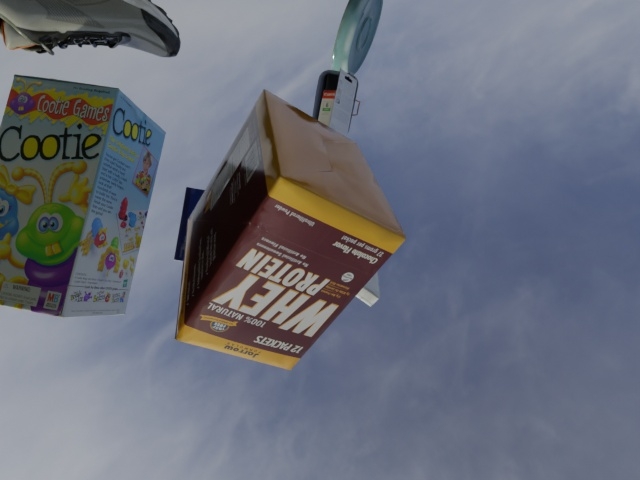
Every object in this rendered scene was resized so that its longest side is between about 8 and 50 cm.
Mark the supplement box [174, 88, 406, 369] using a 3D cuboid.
[{"bbox_3d":[-0.045,-0.012,0.466,0.194,0.129,0.191,-52,-150,26],"label":"supplement box"}]

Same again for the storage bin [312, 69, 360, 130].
[{"bbox_3d":[0.038,-0.311,0.988,0.098,0.135,0.091,10,-148,-2],"label":"storage bin"}]

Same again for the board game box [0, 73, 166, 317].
[{"bbox_3d":[-0.327,-0.049,0.590,0.141,0.144,0.276,9,-98,6],"label":"board game box"}]

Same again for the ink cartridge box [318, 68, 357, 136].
[{"bbox_3d":[0.029,-0.238,0.794,0.029,0.062,0.115,12,-87,34],"label":"ink cartridge box"}]

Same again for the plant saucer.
[{"bbox_3d":[0.118,-0.627,1.343,0.043,0.318,0.318,26,-114,9],"label":"plant saucer"}]

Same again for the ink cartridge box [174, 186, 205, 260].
[{"bbox_3d":[-0.133,-0.013,0.945,0.331,0.065,0.166,8,-94,-9],"label":"ink cartridge box"}]

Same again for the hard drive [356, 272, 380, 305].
[{"bbox_3d":[0.000,0.000,1.143,0.047,0.353,0.233,-48,-167,21],"label":"hard drive"}]

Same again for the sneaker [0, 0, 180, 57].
[{"bbox_3d":[-0.300,-0.258,0.518,0.100,0.271,0.108,6,-89,52],"label":"sneaker"}]
